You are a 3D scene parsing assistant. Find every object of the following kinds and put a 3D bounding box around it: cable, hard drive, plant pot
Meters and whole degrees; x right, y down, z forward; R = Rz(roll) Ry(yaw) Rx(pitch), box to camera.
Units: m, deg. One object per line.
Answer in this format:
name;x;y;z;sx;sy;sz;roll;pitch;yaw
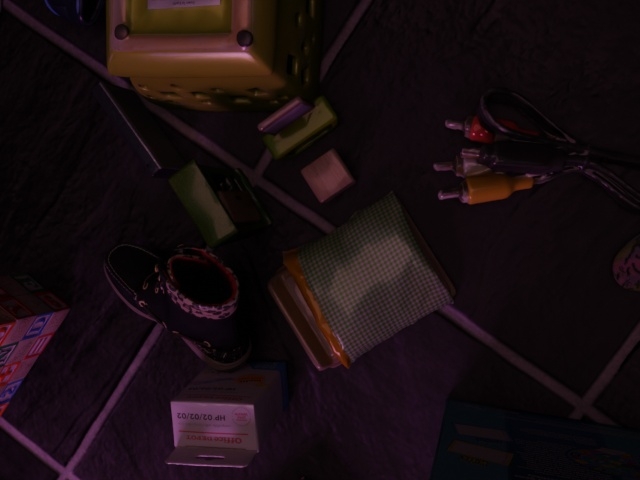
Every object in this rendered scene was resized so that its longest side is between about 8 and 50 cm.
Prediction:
cable;0.282;-0.099;0.920;0.287;0.072;0.140;8;77;0
hard drive;-0.229;-0.139;0.994;0.022;0.094;0.135;-37;85;12
plant pot;-0.126;-0.277;0.910;0.228;0.207;0.227;3;93;11

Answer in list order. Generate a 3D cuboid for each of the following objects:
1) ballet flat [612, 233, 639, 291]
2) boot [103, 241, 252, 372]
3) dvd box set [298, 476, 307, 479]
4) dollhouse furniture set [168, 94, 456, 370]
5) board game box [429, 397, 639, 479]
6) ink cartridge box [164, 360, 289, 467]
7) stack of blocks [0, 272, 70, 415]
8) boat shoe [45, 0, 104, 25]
ballet flat;0.440;0.004;0.862;0.221;0.079;0.077;-17;90;13
boot;-0.178;0.046;0.938;0.236;0.179;0.085;36;64;16
dvd box set;-0.011;0.565;0.995;0.307;0.062;0.420;-39;84;12
dollhouse furniture set;0.000;0.000;0.921;0.197;0.151;0.302;-33;85;12
board game box;0.239;0.257;0.786;0.253;0.336;0.079;7;94;12
ink cartridge box;-0.111;0.203;0.936;0.104;0.181;0.062;-1;101;12
stack of blocks;-0.481;0.191;1.026;0.087;0.171;0.297;36;100;9
boat shoe;-0.262;-0.395;0.993;0.089;0.109;0.258;38;114;27
